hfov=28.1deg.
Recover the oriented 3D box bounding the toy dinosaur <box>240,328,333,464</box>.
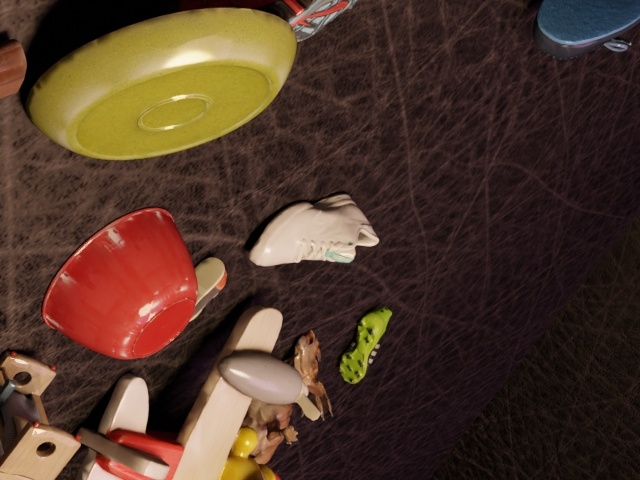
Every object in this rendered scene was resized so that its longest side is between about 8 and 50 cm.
[{"bbox_3d":[-0.088,0.298,2.068,0.296,0.127,0.200,-48,168,24],"label":"toy dinosaur"}]

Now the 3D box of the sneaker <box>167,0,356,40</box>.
[{"bbox_3d":[-0.034,-0.215,1.169,0.262,0.104,0.125,-31,158,-36],"label":"sneaker"}]

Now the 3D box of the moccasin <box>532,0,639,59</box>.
[{"bbox_3d":[0.425,-0.340,1.812,0.342,0.138,0.117,-35,162,-27],"label":"moccasin"}]

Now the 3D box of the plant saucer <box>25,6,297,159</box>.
[{"bbox_3d":[-0.130,-0.124,1.099,0.241,0.037,0.241,-18,166,-5],"label":"plant saucer"}]

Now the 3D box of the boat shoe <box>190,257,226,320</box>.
[{"bbox_3d":[-0.168,0.077,1.565,0.137,0.049,0.043,-44,163,-19],"label":"boat shoe"}]

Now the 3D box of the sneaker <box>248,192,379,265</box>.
[{"bbox_3d":[0.000,0.000,1.680,0.212,0.094,0.080,-23,152,-47],"label":"sneaker"}]

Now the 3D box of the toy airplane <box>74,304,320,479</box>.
[{"bbox_3d":[-0.156,0.325,1.733,0.384,0.272,0.386,-42,145,-48],"label":"toy airplane"}]

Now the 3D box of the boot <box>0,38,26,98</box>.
[{"bbox_3d":[-0.280,-0.102,1.001,0.114,0.037,0.106,-35,161,-40],"label":"boot"}]

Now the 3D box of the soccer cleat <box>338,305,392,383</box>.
[{"bbox_3d":[0.084,0.190,2.286,0.072,0.060,0.179,-30,153,-41],"label":"soccer cleat"}]

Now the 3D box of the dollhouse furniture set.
[{"bbox_3d":[-0.367,0.187,1.317,0.183,0.129,0.129,27,108,-39],"label":"dollhouse furniture set"}]

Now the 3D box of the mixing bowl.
[{"bbox_3d":[-0.201,0.064,1.393,0.181,0.098,0.181,-39,161,-17],"label":"mixing bowl"}]
